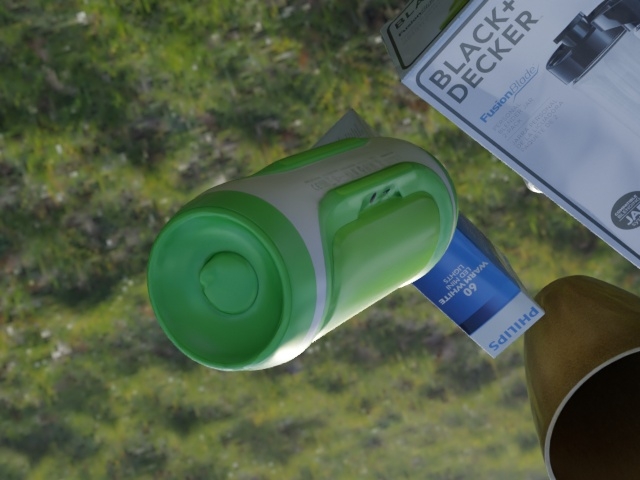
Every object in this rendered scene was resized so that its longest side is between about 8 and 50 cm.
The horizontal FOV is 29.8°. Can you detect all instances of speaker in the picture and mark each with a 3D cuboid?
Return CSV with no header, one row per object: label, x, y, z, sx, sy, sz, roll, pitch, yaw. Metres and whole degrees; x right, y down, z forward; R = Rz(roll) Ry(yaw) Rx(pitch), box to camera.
speaker,0.000,0.000,0.878,0.131,0.131,0.296,-25,180,29

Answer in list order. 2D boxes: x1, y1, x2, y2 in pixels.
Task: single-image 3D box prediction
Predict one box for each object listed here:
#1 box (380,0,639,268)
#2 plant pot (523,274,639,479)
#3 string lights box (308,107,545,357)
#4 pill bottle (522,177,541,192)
box,0.201,-0.095,0.774,0.169,0.290,0.087,-46,-156,19
plant pot,0.337,0.151,1.417,0.237,0.237,0.254,-20,-149,0
string lights box,0.106,-0.007,1.230,0.077,0.259,0.133,-43,-154,11
pill bottle,0.241,-0.160,1.347,0.108,0.193,0.108,-19,158,-8
